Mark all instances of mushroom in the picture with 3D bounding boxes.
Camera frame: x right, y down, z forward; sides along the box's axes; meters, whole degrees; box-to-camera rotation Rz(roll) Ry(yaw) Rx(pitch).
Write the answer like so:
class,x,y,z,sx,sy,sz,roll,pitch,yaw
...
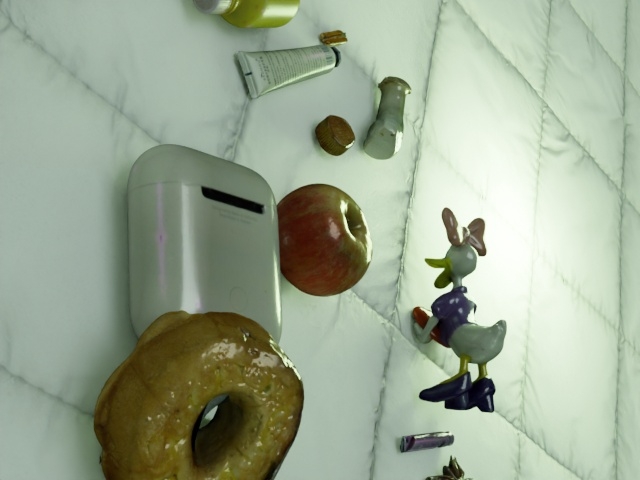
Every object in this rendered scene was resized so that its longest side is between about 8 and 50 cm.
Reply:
class,x,y,z,sx,sy,sz,roll,pitch,yaw
mushroom,0.149,-0.267,2.362,0.223,0.081,0.092,-73,151,-41

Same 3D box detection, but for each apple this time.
class,x,y,z,sx,sy,sz,roll,pitch,yaw
apple,0.000,0.000,1.997,0.209,0.164,0.209,43,35,-40

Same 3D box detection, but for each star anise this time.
class,x,y,z,sx,sy,sz,roll,pitch,yaw
star anise,0.276,0.513,2.220,0.124,0.056,0.129,-27,82,-50

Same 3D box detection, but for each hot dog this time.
class,x,y,z,sx,sy,sz,roll,pitch,yaw
hot dog,0.027,-0.427,2.320,0.083,0.021,0.037,-18,69,-50

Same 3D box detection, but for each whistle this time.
class,x,y,z,sx,sy,sz,roll,pitch,yaw
whistle,0.215,0.406,2.210,0.176,0.033,0.033,7,71,-50

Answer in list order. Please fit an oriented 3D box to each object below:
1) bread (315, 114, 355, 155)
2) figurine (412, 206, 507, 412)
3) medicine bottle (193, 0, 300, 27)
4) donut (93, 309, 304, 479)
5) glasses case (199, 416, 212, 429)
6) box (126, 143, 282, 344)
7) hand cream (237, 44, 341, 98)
class,x,y,z,sx,sy,sz,roll,pitch,yaw
bread,0.026,-0.209,2.203,0.085,0.053,0.085,28,45,-33
figurine,0.293,0.150,2.284,0.154,0.193,0.421,14,61,-45
medicine bottle,-0.144,-0.455,2.029,0.212,0.122,0.122,-15,88,-53
donut,-0.170,0.259,1.583,0.299,0.150,0.317,-10,106,-27
glasses case,-0.174,0.321,1.742,0.190,0.042,0.072,27,52,-43
box,-0.183,0.028,1.766,0.289,0.141,0.349,15,64,-46
hand cream,-0.058,-0.343,2.155,0.276,0.059,0.095,-21,94,-48
